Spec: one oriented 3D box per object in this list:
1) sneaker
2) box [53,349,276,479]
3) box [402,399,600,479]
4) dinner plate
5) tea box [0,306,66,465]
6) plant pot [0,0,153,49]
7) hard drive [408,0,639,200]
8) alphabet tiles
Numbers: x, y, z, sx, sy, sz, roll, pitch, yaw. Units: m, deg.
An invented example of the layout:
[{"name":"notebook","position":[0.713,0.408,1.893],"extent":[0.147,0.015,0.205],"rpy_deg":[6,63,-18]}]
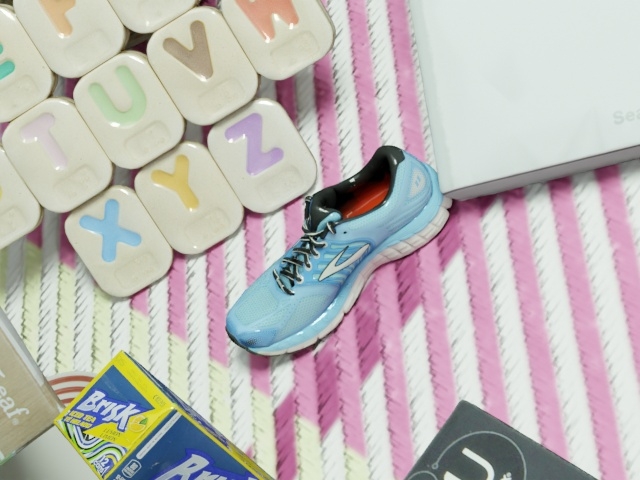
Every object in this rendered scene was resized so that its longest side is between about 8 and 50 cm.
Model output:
[{"name":"sneaker","position":[0.000,0.000,0.965],"extent":[0.162,0.073,0.063],"rpy_deg":[-44,48,-1]},{"name":"box","position":[-0.067,0.129,0.856],"extent":[0.054,0.169,0.059],"rpy_deg":[-47,48,-4]},{"name":"box","position":[0.146,0.210,0.676],"extent":[0.270,0.165,0.143],"rpy_deg":[29,79,40]},{"name":"dinner plate","position":[-0.170,0.149,1.008],"extent":[0.141,0.017,0.141],"rpy_deg":[-15,54,22]},{"name":"tea box","position":[-0.364,0.078,0.911],"extent":[0.323,0.220,0.329],"rpy_deg":[-36,18,-15]},{"name":"plant pot","position":[-0.178,-0.236,1.132],"extent":[0.284,0.284,0.191],"rpy_deg":[-27,83,14]},{"name":"hard drive","position":[0.144,-0.196,0.948],"extent":[0.203,0.040,0.308],"rpy_deg":[-13,78,24]},{"name":"alphabet tiles","position":[-0.141,-0.113,1.024],"extent":[0.284,0.278,0.021],"rpy_deg":[-30,9,11]}]
